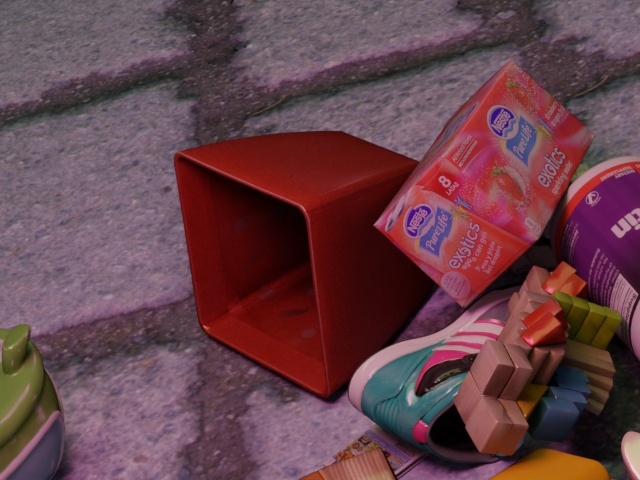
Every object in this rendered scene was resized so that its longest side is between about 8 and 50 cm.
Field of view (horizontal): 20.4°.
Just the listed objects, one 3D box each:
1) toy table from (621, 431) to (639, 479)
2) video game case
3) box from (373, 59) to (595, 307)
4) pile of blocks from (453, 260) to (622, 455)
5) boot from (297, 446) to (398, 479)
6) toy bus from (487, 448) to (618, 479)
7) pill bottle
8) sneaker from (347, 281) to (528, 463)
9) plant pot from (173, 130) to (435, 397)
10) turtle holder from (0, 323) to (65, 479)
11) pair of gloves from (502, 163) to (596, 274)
[{"bbox_3d":[0.395,0.290,1.706,0.274,0.252,0.161,21,63,13],"label":"toy table"},{"bbox_3d":[0.075,0.249,2.085,0.122,0.011,0.087,-34,38,-20],"label":"video game case"},{"bbox_3d":[0.204,-0.076,2.157,0.142,0.154,0.300,-46,3,35],"label":"box"},{"bbox_3d":[0.257,0.116,1.907,0.149,0.112,0.362,29,28,7],"label":"pile of blocks"},{"bbox_3d":[0.010,0.362,1.890,0.220,0.109,0.283,-28,46,1],"label":"boot"},{"bbox_3d":[0.197,0.307,1.771,0.108,0.130,0.333,9,23,41],"label":"toy bus"},{"bbox_3d":[0.407,0.046,2.052,0.181,0.181,0.323,-24,35,-7],"label":"pill bottle"},{"bbox_3d":[0.200,0.159,2.053,0.295,0.124,0.178,-26,42,-22],"label":"sneaker"},{"bbox_3d":[0.000,0.000,2.265,0.236,0.267,0.267,-25,33,-33],"label":"plant pot"},{"bbox_3d":[-0.432,0.261,2.123,0.243,0.227,0.320,-10,37,12],"label":"turtle holder"},{"bbox_3d":[0.316,-0.033,2.323,0.240,0.042,0.204,-16,35,4],"label":"pair of gloves"}]
